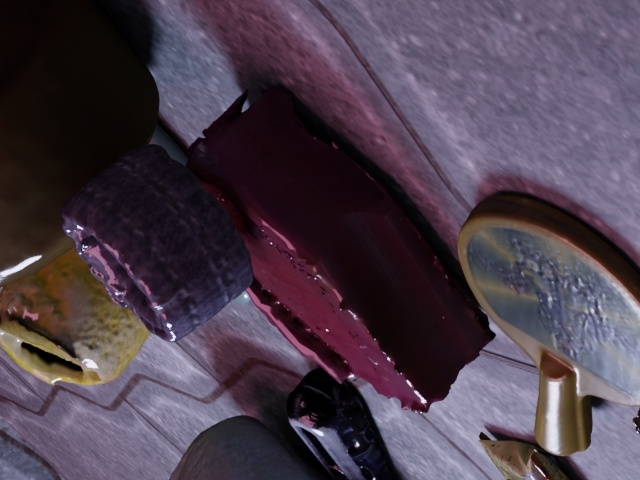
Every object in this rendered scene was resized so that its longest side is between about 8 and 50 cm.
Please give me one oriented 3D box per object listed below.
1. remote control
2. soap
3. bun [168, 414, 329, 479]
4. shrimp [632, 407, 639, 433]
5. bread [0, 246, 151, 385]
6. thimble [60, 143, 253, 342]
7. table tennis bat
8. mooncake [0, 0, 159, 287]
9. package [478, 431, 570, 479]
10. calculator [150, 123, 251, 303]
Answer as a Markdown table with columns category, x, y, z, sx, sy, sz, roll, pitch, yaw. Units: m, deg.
| category | x | y | z | sx | sy | sz | roll | pitch | yaw |
| --- | --- | --- | --- | --- | --- | --- | --- | --- | --- |
| remote control | 0.026 | 0.238 | 2.173 | 0.090 | 0.066 | 0.266 | 34 | 160 | 36 |
| soap | 0.000 | 0.000 | 1.642 | 0.182 | 0.112 | 0.289 | 8 | 140 | 56 |
| bun | -0.045 | 0.369 | 2.321 | 0.362 | 0.211 | 0.362 | 45 | -179 | -1 |
| shrimp | 0.290 | 0.173 | 1.569 | 0.059 | 0.023 | 0.108 | -2 | 133 | 52 |
| bread | -0.283 | 0.066 | 2.267 | 0.197 | 0.170 | 0.197 | 25 | 156 | 12 |
| thimble | -0.133 | 0.002 | 1.596 | 0.150 | 0.098 | 0.150 | 45 | 164 | 17 |
| table tennis bat | 0.192 | 0.077 | 1.529 | 0.198 | 0.050 | 0.321 | 33 | 155 | 24 |
| mooncake | -0.275 | -0.089 | 1.742 | 0.155 | 0.284 | 0.284 | 46 | 162 | -29 |
| package | 0.206 | 0.227 | 1.843 | 0.108 | 0.031 | 0.121 | 49 | 166 | -17 |
| calculator | -0.160 | -0.054 | 1.955 | 0.295 | 0.042 | 0.184 | 53 | 159 | -21 |
